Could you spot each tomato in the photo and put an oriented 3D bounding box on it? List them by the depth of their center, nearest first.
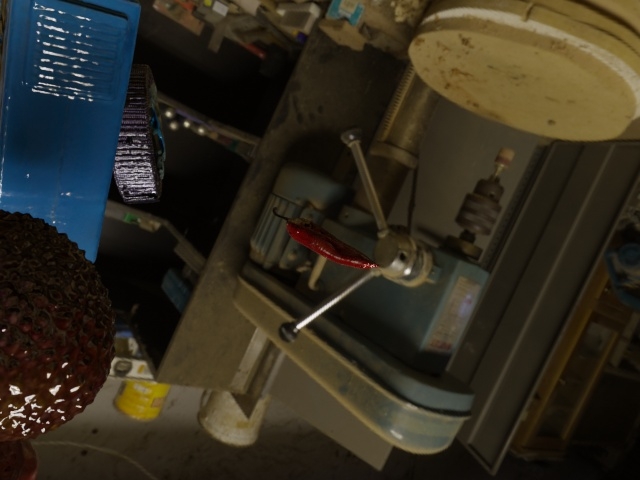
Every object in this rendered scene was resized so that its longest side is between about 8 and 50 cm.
[{"bbox_3d":[-0.565,0.414,0.889,0.159,0.139,0.091,38,163,36],"label":"tomato"}]

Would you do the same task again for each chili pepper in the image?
[{"bbox_3d":[0.000,0.000,0.996,0.267,0.051,0.059,30,-165,23],"label":"chili pepper"}]

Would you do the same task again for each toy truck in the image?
[{"bbox_3d":[-0.341,-0.140,0.621,0.161,0.385,0.162,0,-148,-42],"label":"toy truck"}]

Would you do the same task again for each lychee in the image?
[{"bbox_3d":[-0.271,0.077,0.436,0.194,0.195,0.194,24,-176,-2],"label":"lychee"}]

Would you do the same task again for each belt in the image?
[{"bbox_3d":[-0.448,-0.257,1.221,0.122,0.325,0.260,-4,-161,-10],"label":"belt"}]
